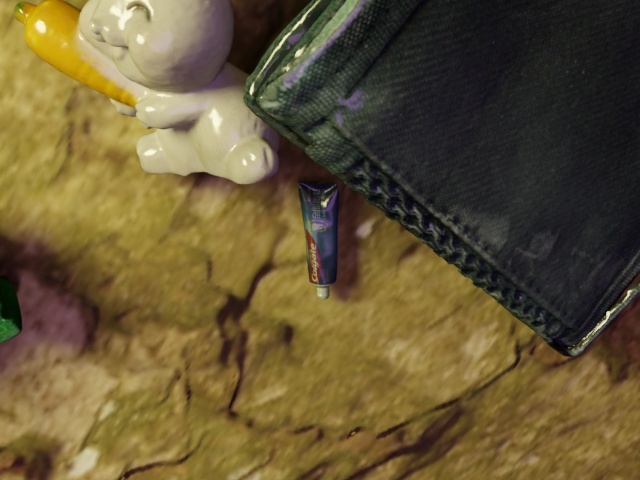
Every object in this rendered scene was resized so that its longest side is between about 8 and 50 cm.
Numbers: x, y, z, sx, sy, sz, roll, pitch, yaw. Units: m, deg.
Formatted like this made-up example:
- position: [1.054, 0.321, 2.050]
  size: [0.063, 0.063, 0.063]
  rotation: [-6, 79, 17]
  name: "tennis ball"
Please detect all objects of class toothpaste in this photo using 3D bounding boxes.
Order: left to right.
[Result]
- position: [0.000, 0.000, 0.578]
  size: [0.027, 0.019, 0.083]
  rotation: [1, 111, 8]
  name: "toothpaste"

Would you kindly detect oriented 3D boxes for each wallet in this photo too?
- position: [0.138, -0.087, 0.526]
  size: [0.237, 0.075, 0.342]
  rotation: [-50, 131, 7]
  name: "wallet"

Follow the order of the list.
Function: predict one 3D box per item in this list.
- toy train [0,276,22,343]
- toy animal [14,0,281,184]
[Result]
- position: [-0.266, 0.041, 0.486]
  size: [0.178, 0.071, 0.104]
  rotation: [-27, 127, -7]
  name: "toy train"
- position: [-0.081, -0.129, 0.477]
  size: [0.127, 0.131, 0.181]
  rotation: [-42, 130, -34]
  name: "toy animal"
